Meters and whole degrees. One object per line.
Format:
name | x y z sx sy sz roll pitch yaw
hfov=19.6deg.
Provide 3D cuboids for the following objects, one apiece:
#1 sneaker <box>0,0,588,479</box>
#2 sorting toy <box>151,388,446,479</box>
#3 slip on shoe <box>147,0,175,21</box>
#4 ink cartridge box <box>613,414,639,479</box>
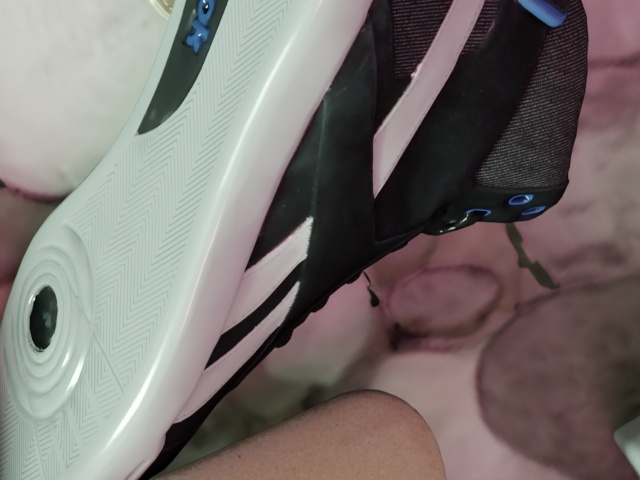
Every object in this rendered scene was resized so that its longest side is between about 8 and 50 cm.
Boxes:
sneaker | 0.000 0.000 0.502 0.121 0.079 0.217 9 124 -37
sorting toy | -0.040 0.163 0.507 0.193 0.038 0.208 -23 114 -23
slip on shoe | 0.002 -0.109 0.485 0.135 0.041 0.051 -45 110 5
ink cartridge box | 0.208 0.146 0.486 0.114 0.197 0.273 -34 91 1
